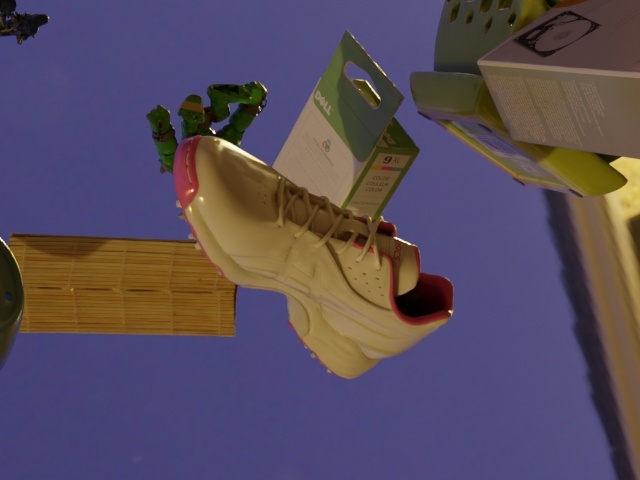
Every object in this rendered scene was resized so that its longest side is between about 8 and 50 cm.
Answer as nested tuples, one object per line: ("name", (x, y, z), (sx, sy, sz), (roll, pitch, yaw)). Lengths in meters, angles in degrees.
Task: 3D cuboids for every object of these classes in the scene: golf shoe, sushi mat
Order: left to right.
("sushi mat", (-0.267, 0.062, 1.975), (0.316, 0.151, 0.019), (2, -150, -10))
("golf shoe", (0.000, 0.000, 1.221), (0.306, 0.140, 0.115), (43, -142, -41))

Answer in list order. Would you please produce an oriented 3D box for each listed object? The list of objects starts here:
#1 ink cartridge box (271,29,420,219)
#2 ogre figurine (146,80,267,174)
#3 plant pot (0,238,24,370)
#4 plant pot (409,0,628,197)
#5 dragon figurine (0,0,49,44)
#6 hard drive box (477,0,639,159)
("ink cartridge box", (0.027, -0.086, 1.394), (0.062, 0.209, 0.109), (0, -138, -39))
("ogre figurine", (-0.167, -0.162, 2.108), (0.096, 0.118, 0.197), (28, -138, 18))
("plant pot", (-0.456, 0.072, 1.658), (0.290, 0.195, 0.290), (38, -140, -40))
("plant pot", (0.236, -0.177, 1.504), (0.227, 0.228, 0.207), (32, -93, -20))
("dragon figurine", (-0.490, -0.252, 1.830), (0.085, 0.289, 0.144), (69, 170, -21))
("hard drive box", (0.279, -0.157, 1.239), (0.181, 0.232, 0.089), (-36, -66, -20))
